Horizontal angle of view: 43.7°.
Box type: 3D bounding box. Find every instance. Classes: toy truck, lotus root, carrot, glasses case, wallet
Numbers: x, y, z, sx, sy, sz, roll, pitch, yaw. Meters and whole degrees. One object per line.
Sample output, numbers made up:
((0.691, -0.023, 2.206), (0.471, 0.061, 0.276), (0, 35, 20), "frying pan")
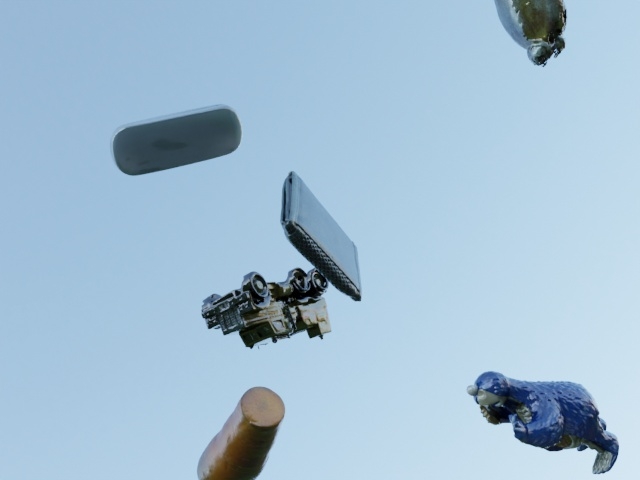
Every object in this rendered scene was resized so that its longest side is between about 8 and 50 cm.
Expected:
((-0.086, 0.125, 1.401), (0.127, 0.127, 0.257), (-25, -16, 30), "toy truck")
((0.281, -0.302, 1.059), (0.088, 0.165, 0.088), (-13, -26, -7), "lotus root")
((-0.104, 0.278, 1.085), (0.087, 0.087, 0.193), (6, -45, -35), "carrot")
((-0.187, -0.133, 1.051), (0.178, 0.045, 0.067), (-17, -67, -24), "glasses case")
((0.000, 0.000, 0.806), (0.026, 0.088, 0.129), (-27, -53, 20), "wallet")

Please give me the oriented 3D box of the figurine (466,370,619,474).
((0.356, 0.268, 1.271), (0.262, 0.164, 0.121), (25, -90, -25), "figurine")
